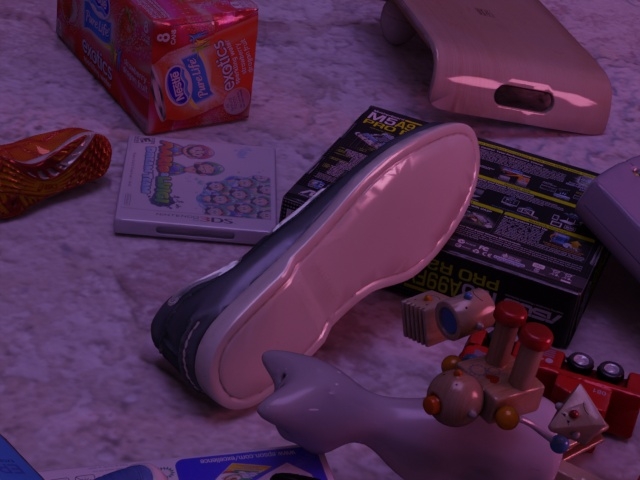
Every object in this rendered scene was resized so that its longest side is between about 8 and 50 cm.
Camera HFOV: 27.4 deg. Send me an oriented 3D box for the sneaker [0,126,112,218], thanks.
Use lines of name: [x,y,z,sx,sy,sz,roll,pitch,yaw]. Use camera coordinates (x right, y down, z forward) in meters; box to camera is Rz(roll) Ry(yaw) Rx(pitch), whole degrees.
sneaker: [-0.270,-0.060,1.173,0.175,0.064,0.067,-17,20,-41]

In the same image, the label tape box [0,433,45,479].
label tape box: [-0.354,0.090,0.777,0.334,0.106,0.241,37,14,37]

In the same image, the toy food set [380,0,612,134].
toy food set: [0.171,-0.218,1.492,0.220,0.092,0.306,7,32,-23]

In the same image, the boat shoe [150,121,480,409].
boat shoe: [0.000,0.000,1.030,0.099,0.116,0.319,22,53,42]

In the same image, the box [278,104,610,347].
box: [0.126,-0.022,1.184,0.270,0.060,0.216,18,33,15]

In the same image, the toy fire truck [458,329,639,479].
toy fire truck: [0.181,0.139,0.957,0.192,0.047,0.135,16,34,13]

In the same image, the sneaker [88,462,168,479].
sneaker: [-0.178,0.180,0.714,0.211,0.081,0.080,-29,36,-10]

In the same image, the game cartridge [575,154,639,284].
game cartridge: [0.369,-0.006,1.157,0.294,0.060,0.196,-7,50,-36]

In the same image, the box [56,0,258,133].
box: [-0.178,-0.231,1.381,0.123,0.128,0.257,-12,38,-29]

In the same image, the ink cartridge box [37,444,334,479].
ink cartridge box: [-0.073,0.213,0.787,0.206,0.045,0.208,-3,33,-16]

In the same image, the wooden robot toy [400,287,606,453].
wooden robot toy: [0.094,0.081,0.823,0.079,0.076,0.173,-17,38,-29]

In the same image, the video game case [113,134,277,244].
video game case: [-0.112,-0.049,1.212,0.143,0.019,0.157,5,32,-6]

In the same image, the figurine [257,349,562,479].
figurine: [0.058,0.151,0.819,0.210,0.092,0.215,16,26,-14]
